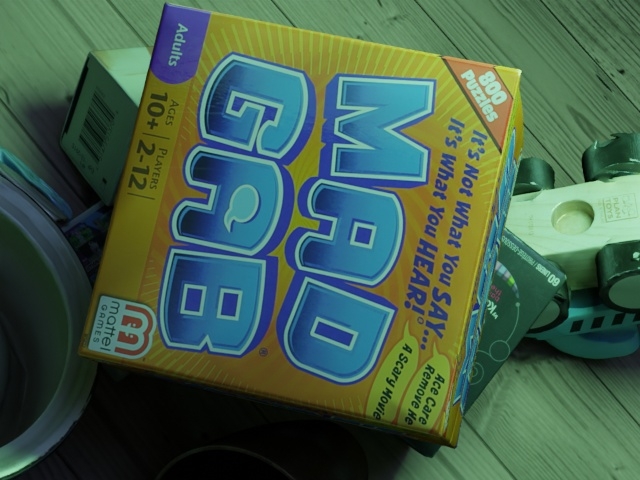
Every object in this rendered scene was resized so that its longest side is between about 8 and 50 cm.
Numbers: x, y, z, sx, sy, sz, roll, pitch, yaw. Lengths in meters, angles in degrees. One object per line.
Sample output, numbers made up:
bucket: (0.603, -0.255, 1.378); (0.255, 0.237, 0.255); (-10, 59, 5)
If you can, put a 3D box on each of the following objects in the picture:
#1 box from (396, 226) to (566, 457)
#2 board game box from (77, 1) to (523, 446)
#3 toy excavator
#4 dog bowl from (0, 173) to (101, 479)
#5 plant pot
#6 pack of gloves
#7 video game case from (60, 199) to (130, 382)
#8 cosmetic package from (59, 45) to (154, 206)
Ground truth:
box: (0.137, 0.099, 1.975); (0.165, 0.143, 0.270); (37, 86, -5)
board game box: (0.000, 0.000, 1.726); (0.357, 0.356, 0.356); (12, 83, 9)
toy excavator: (0.447, 0.067, 2.271); (0.433, 0.445, 0.222); (-10, 55, 11)
dog bowl: (-0.435, 0.098, 1.670); (0.408, 0.150, 0.408); (18, 50, -23)
plant pot: (-0.042, 0.282, 1.790); (0.215, 0.215, 0.230); (48, 27, 5)
pack of gloves: (-0.380, -0.086, 1.868); (0.232, 0.046, 0.195); (41, 3, -2)
video game case: (-0.232, 0.046, 1.938); (0.183, 0.023, 0.201); (47, 46, 4)
cosmetic package: (-0.149, -0.151, 2.033); (0.296, 0.153, 0.129); (-9, 46, -40)
